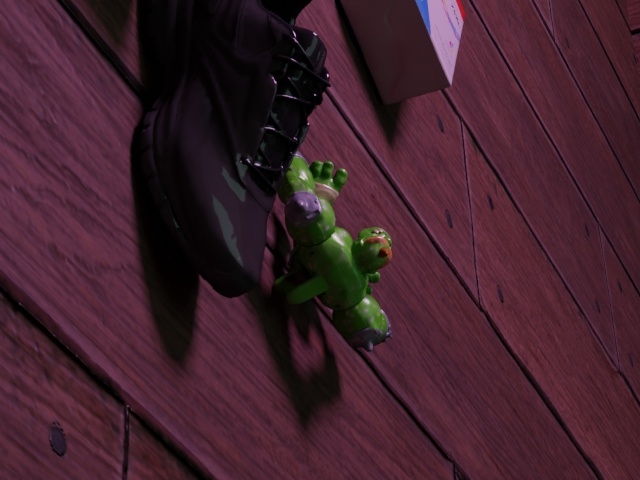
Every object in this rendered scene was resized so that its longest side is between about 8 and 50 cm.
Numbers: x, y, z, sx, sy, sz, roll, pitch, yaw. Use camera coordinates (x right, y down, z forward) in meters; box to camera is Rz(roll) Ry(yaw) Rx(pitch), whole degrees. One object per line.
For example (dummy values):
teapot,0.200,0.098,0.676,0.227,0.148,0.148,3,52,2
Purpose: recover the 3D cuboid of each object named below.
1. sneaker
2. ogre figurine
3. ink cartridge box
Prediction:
sneaker,-0.056,-0.095,1.401,0.109,0.130,0.286,49,32,-56
ogre figurine,0.008,0.015,1.563,0.118,0.097,0.197,-107,-169,-71
ink cartridge box,0.090,-0.256,2.039,0.231,0.078,0.134,-75,144,-58
